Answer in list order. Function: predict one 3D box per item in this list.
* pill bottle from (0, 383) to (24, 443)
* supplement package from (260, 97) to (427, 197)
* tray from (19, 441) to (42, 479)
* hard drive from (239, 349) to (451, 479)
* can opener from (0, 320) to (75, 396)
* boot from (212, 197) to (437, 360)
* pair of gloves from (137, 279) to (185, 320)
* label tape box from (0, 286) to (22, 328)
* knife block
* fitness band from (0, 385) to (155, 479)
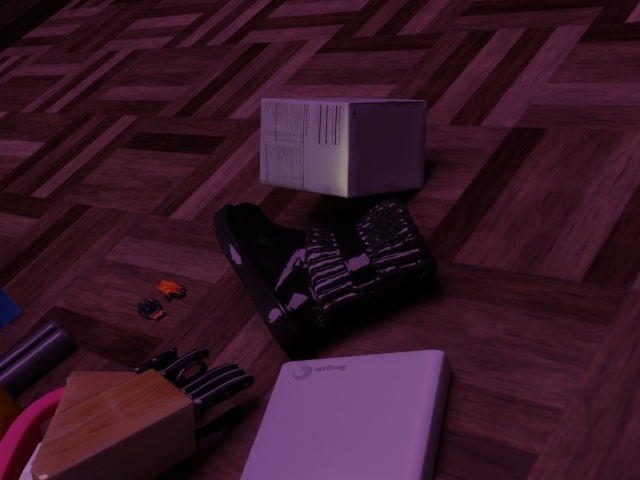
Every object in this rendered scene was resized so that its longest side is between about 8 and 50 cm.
[{"bbox_3d":[-0.555,0.231,1.273,0.136,0.245,0.136,-18,34,13],"label":"pill bottle"},{"bbox_3d":[0.037,-0.161,1.424,0.194,0.149,0.203,-10,16,-43],"label":"supplement package"},{"bbox_3d":[-0.489,0.401,1.193,0.270,0.030,0.145,-31,33,-7],"label":"tray"},{"bbox_3d":[0.014,0.279,0.999,0.233,0.047,0.353,-8,37,25],"label":"hard drive"},{"bbox_3d":[-0.546,0.222,1.416,0.283,0.095,0.076,-40,36,-19],"label":"can opener"},{"bbox_3d":[0.002,0.003,1.301,0.260,0.131,0.348,-35,44,0],"label":"boot"},{"bbox_3d":[-0.272,0.102,1.470,0.074,0.010,0.083,17,55,45],"label":"pair of gloves"},{"bbox_3d":[-0.680,0.164,1.447,0.115,0.249,0.347,11,48,43],"label":"label tape box"},{"bbox_3d":[-0.209,0.240,1.087,0.242,0.088,0.275,1,27,0],"label":"knife block"},{"bbox_3d":[-0.318,0.289,1.134,0.209,0.054,0.291,0,29,3],"label":"fitness band"}]
